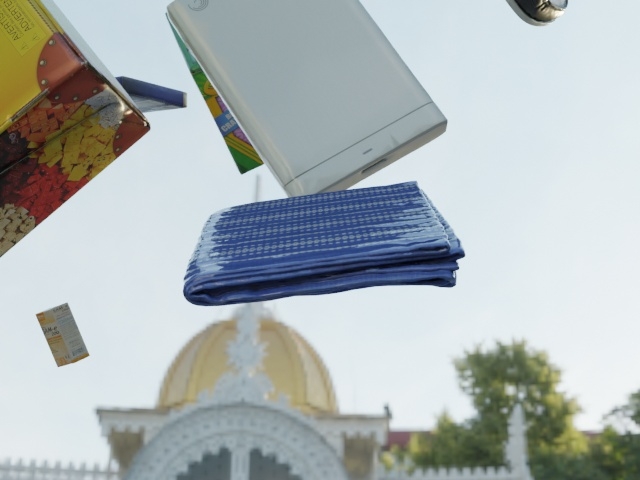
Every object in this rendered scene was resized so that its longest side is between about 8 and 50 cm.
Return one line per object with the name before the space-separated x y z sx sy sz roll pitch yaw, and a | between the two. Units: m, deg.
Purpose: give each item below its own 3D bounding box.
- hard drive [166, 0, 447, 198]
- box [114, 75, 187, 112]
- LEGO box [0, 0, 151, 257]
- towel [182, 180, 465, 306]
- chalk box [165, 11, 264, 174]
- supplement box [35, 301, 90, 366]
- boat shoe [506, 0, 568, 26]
hard drive | -0.022 -0.234 1.532 0.233 0.353 0.047 -30 -19 -10
box | -0.377 -0.279 2.159 0.136 0.036 0.225 -2 -3 32
LEGO box | -0.519 -0.225 1.444 0.372 0.500 0.193 -40 -23 1
towel | 0.000 0.000 1.095 0.243 0.040 0.336 -7 12 1
chalk box | -0.116 -0.283 1.745 0.179 0.180 0.289 -25 -46 0
supplement box | -0.429 0.157 1.880 0.036 0.098 0.062 -25 4 -39
boat shoe | 0.293 -0.394 1.609 0.091 0.114 0.302 -20 -20 33
